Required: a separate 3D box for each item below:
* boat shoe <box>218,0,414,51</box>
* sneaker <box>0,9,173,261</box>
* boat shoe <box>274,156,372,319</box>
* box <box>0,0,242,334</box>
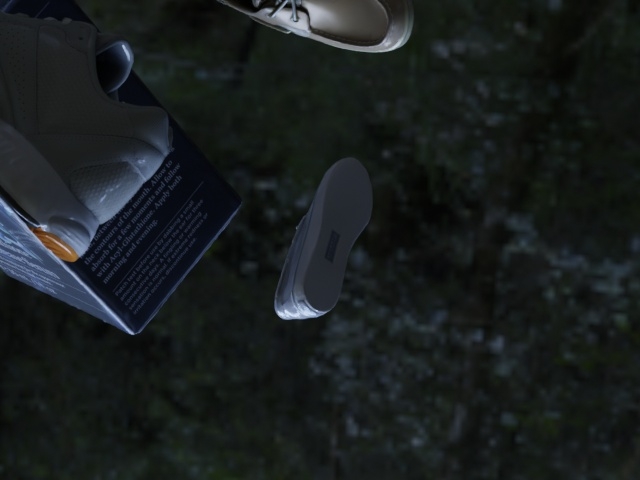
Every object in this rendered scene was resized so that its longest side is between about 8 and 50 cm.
[{"bbox_3d":[-0.039,-0.277,1.926,0.302,0.109,0.098,27,-149,25],"label":"boat shoe"},{"bbox_3d":[-0.185,-0.106,1.098,0.262,0.121,0.099,48,173,27],"label":"sneaker"},{"bbox_3d":[0.000,0.000,1.711,0.063,0.184,0.066,-18,138,42],"label":"boat shoe"},{"bbox_3d":[-0.333,-0.118,1.970,0.293,0.395,0.212,19,-115,49],"label":"box"}]
